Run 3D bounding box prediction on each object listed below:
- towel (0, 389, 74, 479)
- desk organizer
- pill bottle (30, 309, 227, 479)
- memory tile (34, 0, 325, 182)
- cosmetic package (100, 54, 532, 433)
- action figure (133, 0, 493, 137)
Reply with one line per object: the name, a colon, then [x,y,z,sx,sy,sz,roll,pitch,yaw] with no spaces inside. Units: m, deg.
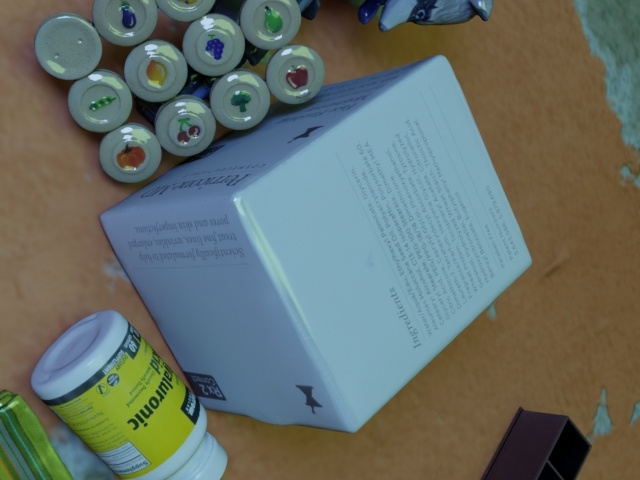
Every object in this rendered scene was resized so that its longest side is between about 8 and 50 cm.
towel: [-0.227,0.187,0.509,0.237,0.021,0.102,-39,111,-33]
desk organizer: [0.163,0.201,0.800,0.047,0.050,0.130,50,60,-26]
pill bottle: [-0.107,0.101,0.581,0.065,0.065,0.116,-51,118,-28]
memory tile: [-0.078,-0.105,0.577,0.148,0.012,0.113,-26,119,-2]
cosmetic package: [0.000,0.000,0.615,0.184,0.151,0.151,-37,110,-35]
action figure: [-0.021,-0.229,0.597,0.330,0.178,0.341,37,71,-21]
